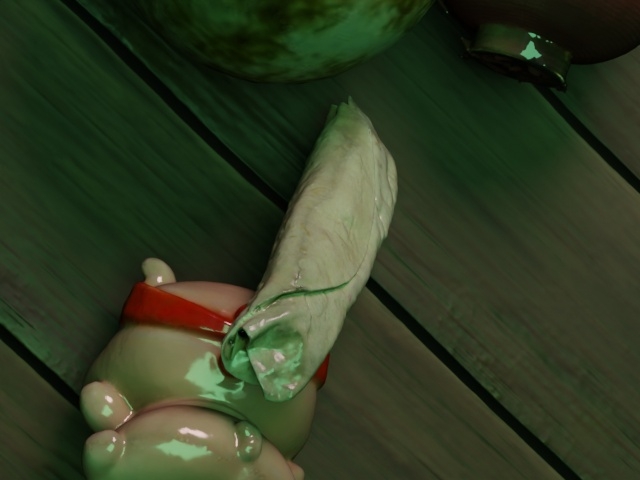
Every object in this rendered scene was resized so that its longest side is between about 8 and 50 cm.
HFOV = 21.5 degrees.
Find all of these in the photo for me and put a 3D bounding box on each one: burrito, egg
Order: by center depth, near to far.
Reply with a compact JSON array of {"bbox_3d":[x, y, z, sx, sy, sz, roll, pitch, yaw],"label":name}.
[{"bbox_3d":[-0.021,-0.245,1.089,0.238,0.238,0.289,5,95,-14],"label":"egg"},{"bbox_3d":[0.000,0.000,1.102,0.082,0.059,0.275,54,33,-20],"label":"burrito"}]

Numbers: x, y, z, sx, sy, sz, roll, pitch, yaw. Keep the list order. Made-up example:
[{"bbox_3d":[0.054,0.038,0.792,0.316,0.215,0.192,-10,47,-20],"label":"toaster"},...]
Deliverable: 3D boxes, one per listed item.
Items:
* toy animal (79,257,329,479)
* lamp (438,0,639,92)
[{"bbox_3d":[-0.078,0.110,1.109,0.171,0.171,0.197,23,44,-13],"label":"toy animal"},{"bbox_3d":[0.171,-0.236,1.177,0.180,0.180,0.258,20,83,-13],"label":"lamp"}]
